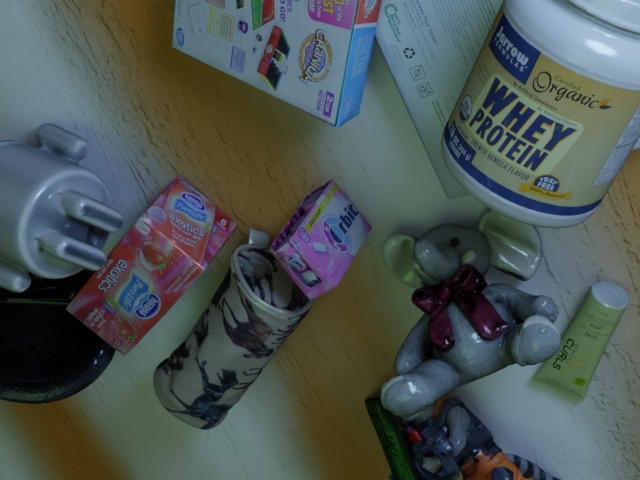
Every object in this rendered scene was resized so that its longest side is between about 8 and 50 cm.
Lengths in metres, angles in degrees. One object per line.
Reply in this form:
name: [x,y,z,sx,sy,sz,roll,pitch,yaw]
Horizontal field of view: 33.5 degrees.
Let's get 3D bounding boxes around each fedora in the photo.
fedora: [-0.540,0.177,2.051,0.334,0.334,0.152,23,162,9]

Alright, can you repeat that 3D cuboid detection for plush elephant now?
plush elephant: [0.215,0.081,1.630,0.272,0.330,0.255,-26,86,21]

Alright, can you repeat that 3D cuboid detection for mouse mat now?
mouse mat: [0.131,0.370,1.900,0.189,0.007,0.152,67,164,5]

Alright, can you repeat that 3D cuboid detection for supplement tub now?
supplement tub: [0.305,-0.198,1.321,0.228,0.228,0.316,26,127,6]

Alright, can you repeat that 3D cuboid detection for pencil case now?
pencil case: [-0.163,0.174,1.905,0.160,0.183,0.410,16,133,-23]

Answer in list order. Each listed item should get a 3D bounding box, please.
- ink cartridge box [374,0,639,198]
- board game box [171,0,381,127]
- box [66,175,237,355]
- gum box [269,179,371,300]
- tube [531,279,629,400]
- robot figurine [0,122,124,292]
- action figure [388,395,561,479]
ink cartridge box: [0.270,-0.243,1.491,0.330,0.071,0.324,-15,114,27]
board game box: [-0.070,-0.334,1.534,0.317,0.064,0.242,29,130,22]
box: [-0.301,0.048,1.885,0.142,0.154,0.300,40,127,-7]
gum box: [0.000,0.000,1.694,0.062,0.188,0.107,-30,107,35]
tube: [0.423,0.168,1.705,0.070,0.062,0.240,56,145,35]
robot figurine: [-0.503,-0.057,1.841,0.354,0.299,0.200,22,173,36]
action figure: [0.255,0.391,1.903,0.330,0.178,0.341,44,158,-1]
